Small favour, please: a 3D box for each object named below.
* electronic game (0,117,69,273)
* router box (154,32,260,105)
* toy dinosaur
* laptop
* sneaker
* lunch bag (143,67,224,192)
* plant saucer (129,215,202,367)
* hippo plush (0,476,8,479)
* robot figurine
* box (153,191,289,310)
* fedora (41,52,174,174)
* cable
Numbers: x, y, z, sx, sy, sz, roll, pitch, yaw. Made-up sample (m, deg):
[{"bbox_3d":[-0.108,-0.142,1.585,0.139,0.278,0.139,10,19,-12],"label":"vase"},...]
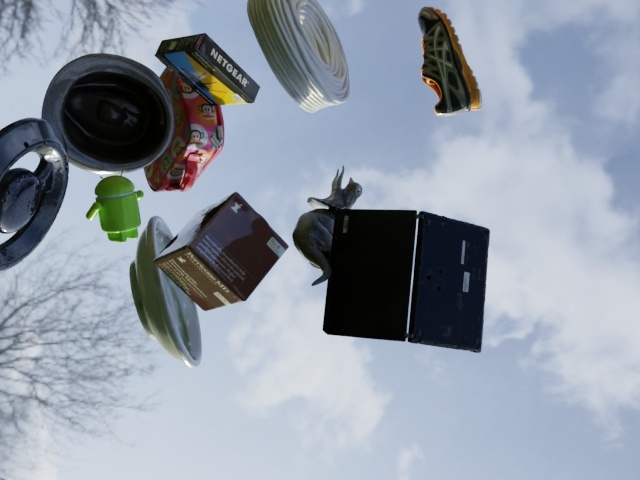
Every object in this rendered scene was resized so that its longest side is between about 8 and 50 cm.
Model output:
[{"bbox_3d":[-0.406,-0.053,0.921,0.048,0.229,0.229,24,-74,6],"label":"electronic game"},{"bbox_3d":[-0.229,-0.345,1.432,0.133,0.179,0.046,5,-112,39],"label":"router box"},{"bbox_3d":[0.000,0.000,1.338,0.121,0.313,0.160,-30,-77,36],"label":"toy dinosaur"},{"bbox_3d":[0.161,0.072,1.274,0.137,0.264,0.234,-10,-109,59],"label":"laptop"},{"bbox_3d":[0.209,-0.314,1.229,0.083,0.084,0.214,-22,-107,8],"label":"sneaker"},{"bbox_3d":[-0.332,-0.242,1.651,0.293,0.120,0.258,-37,-119,50],"label":"lunch bag"},{"bbox_3d":[-0.404,0.140,1.789,0.101,0.400,0.400,-16,-111,-1],"label":"plant saucer"},{"bbox_3d":[-0.429,0.393,0.714,0.237,0.234,0.294,18,-84,58],"label":"hippo plush"},{"bbox_3d":[-0.336,-0.056,1.162,0.067,0.101,0.115,7,-69,38],"label":"robot figurine"},{"bbox_3d":[-0.214,0.028,1.492,0.203,0.168,0.167,-18,-151,56],"label":"box"},{"bbox_3d":[-0.444,-0.264,1.451,0.124,0.276,0.243,31,-70,53],"label":"fedora"},{"bbox_3d":[-0.036,-0.366,1.312,0.089,0.257,0.257,-21,-117,23],"label":"cable"}]
